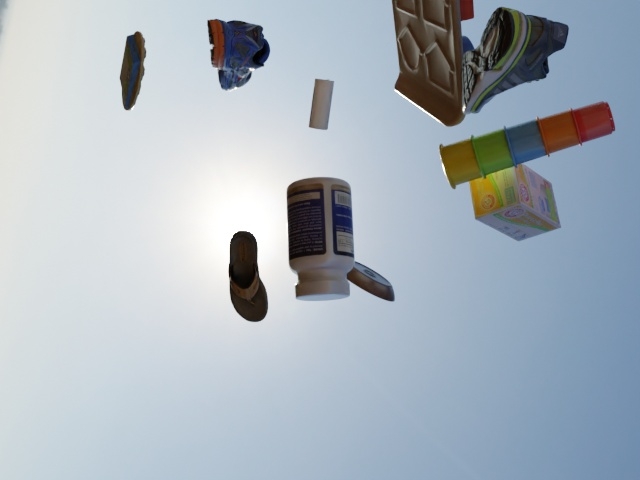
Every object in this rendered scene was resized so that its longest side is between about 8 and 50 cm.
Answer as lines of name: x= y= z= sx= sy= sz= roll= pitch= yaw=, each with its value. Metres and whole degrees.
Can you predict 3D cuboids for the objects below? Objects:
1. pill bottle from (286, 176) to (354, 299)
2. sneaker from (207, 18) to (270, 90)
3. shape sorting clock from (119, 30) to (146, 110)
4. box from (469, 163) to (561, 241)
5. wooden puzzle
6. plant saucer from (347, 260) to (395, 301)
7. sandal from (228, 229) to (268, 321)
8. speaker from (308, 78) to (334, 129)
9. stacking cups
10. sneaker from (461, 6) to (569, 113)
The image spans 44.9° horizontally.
pill bottle: x=0.000 y=0.000 z=1.759 sx=0.153 sy=0.153 sz=0.265 roll=-24 pitch=-116 yaw=60
sneaker: x=-0.120 y=-0.284 z=1.202 sx=0.221 sy=0.087 sz=0.083 roll=-121 pitch=-154 yaw=-88
shape sorting clock: x=-0.485 y=-0.439 z=2.010 sx=0.206 sy=0.040 sz=0.206 roll=-178 pitch=-90 yaw=-66
box: x=0.408 y=-0.085 z=1.627 sx=0.103 sy=0.203 sz=0.114 roll=-21 pitch=-117 yaw=35
wooden puzzle: x=0.228 y=-0.439 z=1.556 sx=0.322 sy=0.080 sz=0.348 roll=-124 pitch=-154 yaw=-59
plant saucer: x=0.129 y=0.104 z=2.154 sx=0.036 sy=0.198 sz=0.198 roll=-60 pitch=-153 yaw=8
sandal: x=-0.170 y=0.086 z=1.792 sx=0.060 sy=0.090 sz=0.219 roll=-91 pitch=179 yaw=-80
speaker: x=0.003 y=-0.374 z=2.119 sx=0.055 sy=0.055 sz=0.136 roll=-144 pitch=-121 yaw=-64
stacking cups: x=0.386 y=-0.186 z=1.458 sx=0.316 sy=0.096 sz=0.096 roll=-17 pitch=-126 yaw=19
sneaker: x=0.318 y=-0.289 z=1.316 sx=0.300 sy=0.121 sz=0.111 roll=126 pitch=-33 yaw=-78
